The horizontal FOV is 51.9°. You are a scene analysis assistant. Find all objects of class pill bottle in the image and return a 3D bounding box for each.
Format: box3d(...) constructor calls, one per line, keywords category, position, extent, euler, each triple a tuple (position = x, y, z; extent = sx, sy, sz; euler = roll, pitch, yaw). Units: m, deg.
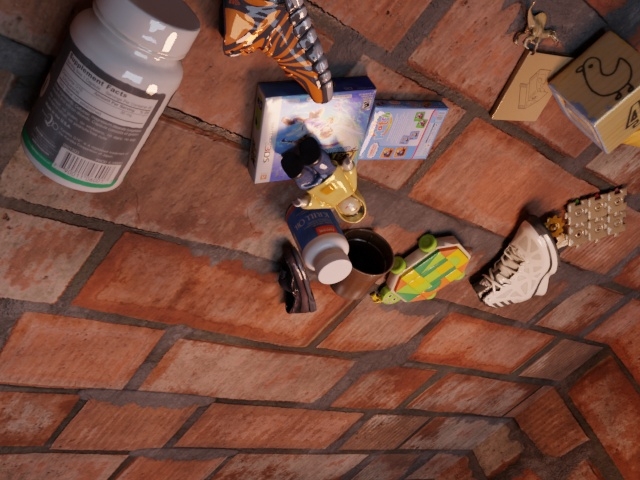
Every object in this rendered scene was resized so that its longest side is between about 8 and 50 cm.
box3d(category="pill bottle", position=(-0.373, -0.278, 1.175), extent=(0.204, 0.204, 0.361), euler=(14, 126, -40))
box3d(category="pill bottle", position=(0.000, 0.000, 1.696), extent=(0.124, 0.221, 0.124), euler=(-16, 141, -14))

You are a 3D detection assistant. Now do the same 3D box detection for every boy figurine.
box3d(category="boy figurine", position=(0.016, -0.127, 1.575), extent=(0.177, 0.092, 0.285), euler=(-35, 141, 10))

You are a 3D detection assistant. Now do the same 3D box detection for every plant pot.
box3d(category="plant pot", position=(0.108, 0.079, 1.911), extent=(0.167, 0.167, 0.165), euler=(-5, 145, -25))

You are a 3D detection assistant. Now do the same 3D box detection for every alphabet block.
box3d(category="alphabet block", position=(0.742, -0.378, 1.695), extent=(0.197, 0.192, 0.193), euler=(-43, 147, 14))

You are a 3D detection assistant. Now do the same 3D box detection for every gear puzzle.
box3d(category="gear puzzle", position=(0.894, -0.068, 2.243), extent=(0.338, 0.044, 0.176), euler=(-15, 112, -14))

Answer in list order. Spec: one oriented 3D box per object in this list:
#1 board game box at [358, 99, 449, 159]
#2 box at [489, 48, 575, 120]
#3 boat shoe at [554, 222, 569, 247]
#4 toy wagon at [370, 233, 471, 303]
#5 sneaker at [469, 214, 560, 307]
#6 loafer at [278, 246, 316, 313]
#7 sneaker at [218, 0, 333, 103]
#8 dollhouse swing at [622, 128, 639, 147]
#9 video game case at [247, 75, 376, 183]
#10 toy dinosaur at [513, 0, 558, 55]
box3d(category="board game box", position=(0.197, -0.274, 1.642), extent=(0.211, 0.039, 0.160), euler=(-5, 137, -26))
box3d(category="box", position=(0.550, -0.400, 1.713), extent=(0.164, 0.021, 0.201), euler=(-2, 136, -28))
box3d(category="boat shoe", position=(0.825, -0.010, 2.287), extent=(0.170, 0.063, 0.059), euler=(-41, 138, 13))
box3d(category="toy wagon", position=(0.321, 0.118, 2.141), extent=(0.344, 0.068, 0.267), euler=(-37, 141, 13))
box3d(category="sneaker", position=(0.650, 0.109, 2.237), extent=(0.257, 0.169, 0.447), euler=(-25, 145, -5))
box3d(category="loafer", position=(-0.078, 0.132, 1.904), extent=(0.095, 0.109, 0.302), euler=(-19, 145, -3))
box3d(category="sneaker", position=(-0.097, -0.384, 1.299), extent=(0.180, 0.125, 0.321), euler=(-24, 132, 4))
box3d(category="dollhouse swing", position=(1.098, -0.441, 1.951), extent=(0.346, 0.305, 0.315), euler=(3, 92, -32))
box3d(category="video game case", position=(-0.023, -0.253, 1.523), extent=(0.269, 0.061, 0.244), euler=(-9, 140, -21))
box3d(category="toy dinosaur", position=(0.502, -0.501, 1.559), extent=(0.183, 0.053, 0.093), euler=(17, 110, -50))
